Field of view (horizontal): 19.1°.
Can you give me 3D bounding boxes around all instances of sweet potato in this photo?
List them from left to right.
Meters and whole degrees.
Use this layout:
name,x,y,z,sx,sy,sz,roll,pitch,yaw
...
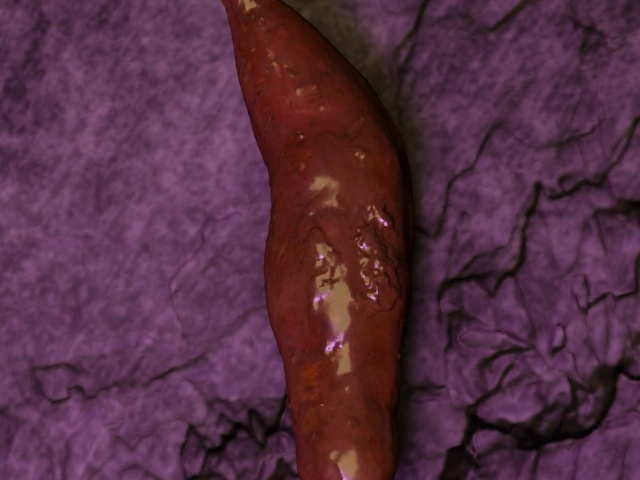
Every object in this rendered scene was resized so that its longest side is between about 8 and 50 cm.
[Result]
name,x,y,z,sx,sy,sz,roll,pitch,yaw
sweet potato,0.012,-0.003,1.146,0.106,0.095,0.355,0,69,-31
